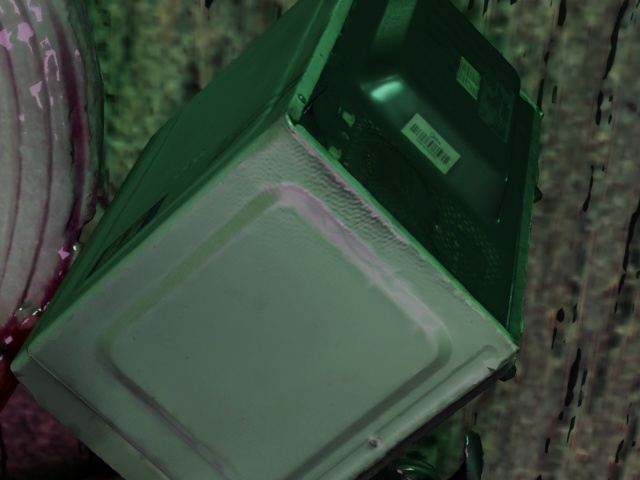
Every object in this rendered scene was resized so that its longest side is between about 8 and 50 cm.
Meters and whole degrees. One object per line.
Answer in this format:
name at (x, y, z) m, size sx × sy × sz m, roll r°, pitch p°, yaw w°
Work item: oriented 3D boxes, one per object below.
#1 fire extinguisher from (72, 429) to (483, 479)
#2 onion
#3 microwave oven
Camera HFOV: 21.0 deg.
fire extinguisher at (-0.074, 0.172, 0.835) m, size 0.376 × 0.113 × 0.200 m, roll -15°, pitch 156°, yaw 18°
onion at (-0.188, -0.045, 0.715) m, size 0.227 × 0.120 × 0.283 m, roll -7°, pitch 112°, yaw 12°
microwave oven at (0.000, 0.000, 0.660) m, size 0.163 × 0.205 × 0.129 m, roll -38°, pitch 105°, yaw 26°
